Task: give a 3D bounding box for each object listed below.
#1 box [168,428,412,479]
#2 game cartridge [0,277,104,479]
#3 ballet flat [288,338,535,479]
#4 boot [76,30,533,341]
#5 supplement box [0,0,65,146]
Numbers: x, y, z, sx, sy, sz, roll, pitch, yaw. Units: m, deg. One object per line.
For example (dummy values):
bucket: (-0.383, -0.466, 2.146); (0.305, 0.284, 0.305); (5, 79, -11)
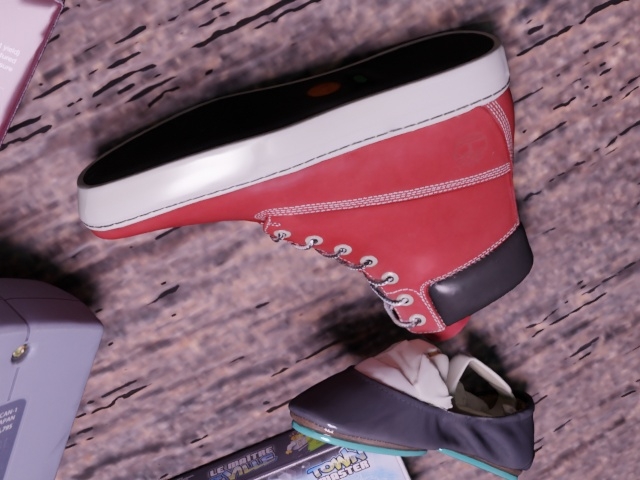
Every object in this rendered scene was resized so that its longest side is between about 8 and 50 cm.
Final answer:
box: (-0.037, 0.193, 0.708); (0.207, 0.036, 0.114); (-23, 115, 1)
game cartridge: (-0.245, 0.119, 0.525); (0.297, 0.062, 0.198); (-17, 133, -53)
ballet flat: (0.064, 0.096, 0.642); (0.203, 0.074, 0.074); (21, 111, -42)
boot: (0.000, 0.000, 0.602); (0.244, 0.088, 0.176); (-16, 117, -6)
supplement box: (-0.235, -0.051, 0.544); (0.130, 0.073, 0.239); (24, 109, -20)
